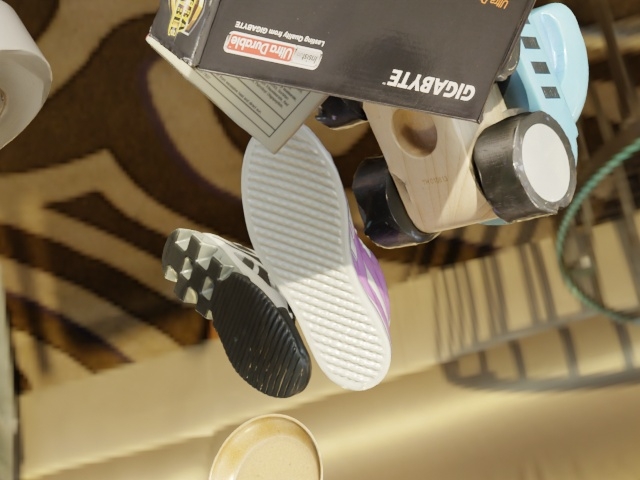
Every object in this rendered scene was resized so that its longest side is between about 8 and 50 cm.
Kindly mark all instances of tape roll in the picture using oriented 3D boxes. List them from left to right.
[{"bbox_3d":[-0.377,-0.142,1.417,0.219,0.072,0.219,-32,164,-10],"label":"tape roll"}]

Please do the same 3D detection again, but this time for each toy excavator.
[{"bbox_3d":[0.183,-0.255,1.582,0.222,0.433,0.445,-15,-167,42],"label":"toy excavator"}]

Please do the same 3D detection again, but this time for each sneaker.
[{"bbox_3d":[-0.075,0.088,1.951,0.146,0.330,0.122,4,122,-39],"label":"sneaker"},{"bbox_3d":[-0.001,0.001,1.467,0.102,0.161,0.282,-14,105,12],"label":"sneaker"}]

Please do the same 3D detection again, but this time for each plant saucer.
[{"bbox_3d":[-0.030,0.145,0.858,0.083,0.083,0.015,-25,147,24],"label":"plant saucer"}]

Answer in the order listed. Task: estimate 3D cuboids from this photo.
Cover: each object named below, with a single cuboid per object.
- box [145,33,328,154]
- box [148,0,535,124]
[{"bbox_3d":[-0.018,-0.210,1.246,0.148,0.127,0.232,42,95,-6],"label":"box"},{"bbox_3d":[0.055,-0.244,1.031,0.295,0.073,0.293,7,111,-41],"label":"box"}]
